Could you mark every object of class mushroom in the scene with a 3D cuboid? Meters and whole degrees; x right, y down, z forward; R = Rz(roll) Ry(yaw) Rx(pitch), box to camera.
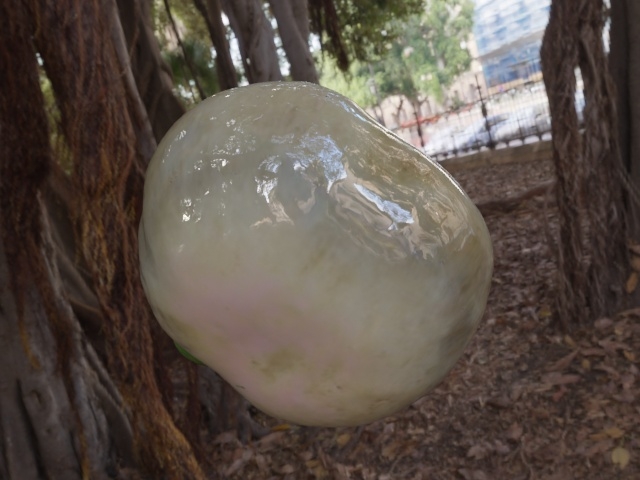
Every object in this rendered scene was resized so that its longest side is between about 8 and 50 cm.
[{"bbox_3d":[0.000,0.000,0.453,0.254,0.260,0.234,7,38,13],"label":"mushroom"}]

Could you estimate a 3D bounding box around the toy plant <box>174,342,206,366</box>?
[{"bbox_3d":[-0.060,0.030,0.741,0.224,0.184,0.316,7,35,32],"label":"toy plant"}]
